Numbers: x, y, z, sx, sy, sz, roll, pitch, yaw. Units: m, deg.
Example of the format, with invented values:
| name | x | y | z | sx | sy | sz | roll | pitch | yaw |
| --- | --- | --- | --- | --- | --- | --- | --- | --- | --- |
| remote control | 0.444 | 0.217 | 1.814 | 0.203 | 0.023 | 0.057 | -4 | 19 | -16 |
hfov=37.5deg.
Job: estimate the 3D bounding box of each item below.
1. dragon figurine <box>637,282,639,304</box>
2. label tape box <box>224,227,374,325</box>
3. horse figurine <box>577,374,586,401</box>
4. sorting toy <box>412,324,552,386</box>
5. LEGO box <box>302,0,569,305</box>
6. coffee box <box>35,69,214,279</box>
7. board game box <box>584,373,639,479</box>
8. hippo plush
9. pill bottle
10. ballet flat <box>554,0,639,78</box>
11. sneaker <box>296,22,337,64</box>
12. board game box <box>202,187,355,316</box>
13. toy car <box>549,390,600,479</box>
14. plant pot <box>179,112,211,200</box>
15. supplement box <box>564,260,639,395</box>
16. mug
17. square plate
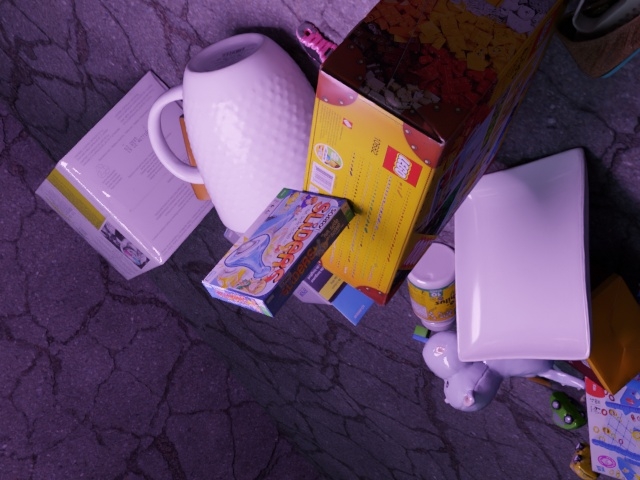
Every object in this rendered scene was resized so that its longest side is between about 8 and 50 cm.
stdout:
| name | x | y | z | sx | sy | sz | roll | pitch | yaw |
| --- | --- | --- | --- | --- | --- | --- | --- | --- | --- |
| dragon figurine | 0.612 | 0.057 | 1.519 | 0.144 | 0.085 | 0.289 | 32 | 156 | 15 |
| label tape box | 0.000 | 0.000 | 2.083 | 0.347 | 0.249 | 0.115 | 41 | 155 | -2 |
| horse figurine | 0.659 | 0.381 | 2.018 | 0.263 | 0.066 | 0.174 | 36 | 156 | 14 |
| sorting toy | 0.369 | 0.255 | 2.158 | 0.347 | 0.047 | 0.196 | 20 | 177 | -12 |
| LEGO box | 0.155 | -0.179 | 1.424 | 0.193 | 0.372 | 0.500 | 34 | 155 | 12 |
| coffee box | -0.455 | -0.150 | 2.365 | 0.338 | 0.338 | 0.334 | 45 | 155 | -12 |
| board game box | 0.687 | 0.375 | 1.851 | 0.301 | 0.086 | 0.308 | 12 | 136 | 32 |
| hippo plush | 0.341 | 0.246 | 1.957 | 0.294 | 0.236 | 0.234 | 54 | 175 | 2 |
| pill bottle | 0.253 | 0.109 | 2.071 | 0.117 | 0.118 | 0.208 | 26 | 151 | 28 |
| ballet flat | 0.403 | -0.308 | 1.169 | 0.124 | 0.116 | 0.342 | 32 | 162 | -10 |
| sneaker | 0.000 | -0.350 | 1.754 | 0.119 | 0.047 | 0.057 | 47 | 162 | 2 |
| board game box | -0.059 | 0.012 | 1.356 | 0.136 | 0.201 | 0.035 | 13 | 145 | 43 |
| toy car | 0.591 | 0.440 | 2.124 | 0.225 | 0.239 | 0.053 | 54 | 128 | 32 |
| plant pot | -0.222 | -0.218 | 2.125 | 0.205 | 0.205 | 0.188 | 2 | 119 | 53 |
| supplement box | 0.484 | 0.142 | 1.718 | 0.191 | 0.129 | 0.194 | 52 | 175 | -25 |
| mug | -0.172 | -0.220 | 1.880 | 0.373 | 0.276 | 0.328 | -6 | 124 | 23 |
| square plate | 0.356 | 0.039 | 1.658 | 0.049 | 0.344 | 0.347 | 4 | 171 | -28 |
